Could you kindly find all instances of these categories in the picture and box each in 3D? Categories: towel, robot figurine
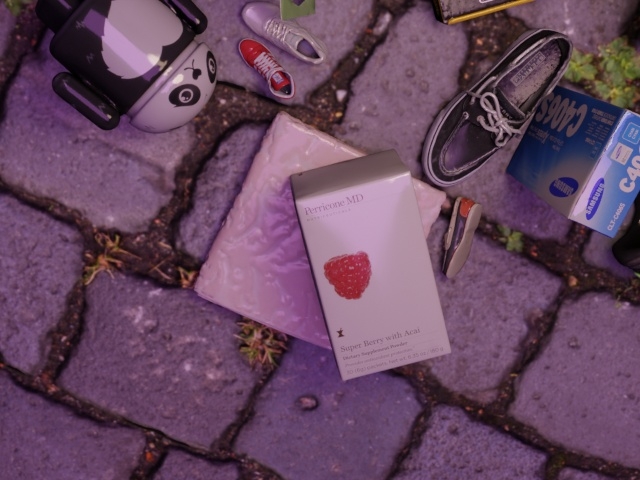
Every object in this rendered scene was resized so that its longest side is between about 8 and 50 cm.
[{"bbox_3d":[0.000,0.000,1.630,0.317,0.053,0.331,24,102,-12],"label":"towel"},{"bbox_3d":[-0.281,-0.284,1.465,0.278,0.173,0.209,43,105,-13],"label":"robot figurine"}]

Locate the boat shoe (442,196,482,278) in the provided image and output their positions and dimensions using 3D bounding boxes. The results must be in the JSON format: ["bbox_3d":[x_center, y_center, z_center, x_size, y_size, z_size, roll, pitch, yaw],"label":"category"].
[{"bbox_3d":[0.226,-0.005,1.654,0.043,0.049,0.137,26,109,32],"label":"boat shoe"}]

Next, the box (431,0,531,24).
[{"bbox_3d":[0.265,-0.516,1.502,0.257,0.079,0.322,-15,106,1],"label":"box"}]

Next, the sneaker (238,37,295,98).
[{"bbox_3d":[-0.080,-0.265,1.543,0.042,0.067,0.118,-44,104,7],"label":"sneaker"}]

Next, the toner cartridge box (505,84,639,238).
[{"bbox_3d":[0.382,-0.129,1.475,0.075,0.348,0.165,23,101,-9],"label":"toner cartridge box"}]

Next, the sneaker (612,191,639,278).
[{"bbox_3d":[0.595,-0.149,1.575,0.202,0.185,0.482,10,102,-10],"label":"sneaker"}]

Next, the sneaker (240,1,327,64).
[{"bbox_3d":[-0.053,-0.320,1.536,0.152,0.061,0.053,29,103,-10],"label":"sneaker"}]

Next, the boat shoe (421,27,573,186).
[{"bbox_3d":[0.281,-0.204,1.572,0.306,0.105,0.113,-44,104,7],"label":"boat shoe"}]

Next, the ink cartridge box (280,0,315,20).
[{"bbox_3d":[-0.015,-0.445,1.447,0.056,0.171,0.235,1,106,18],"label":"ink cartridge box"}]

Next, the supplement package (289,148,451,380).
[{"bbox_3d":[0.073,0.033,1.527,0.178,0.175,0.293,-15,107,0],"label":"supplement package"}]
